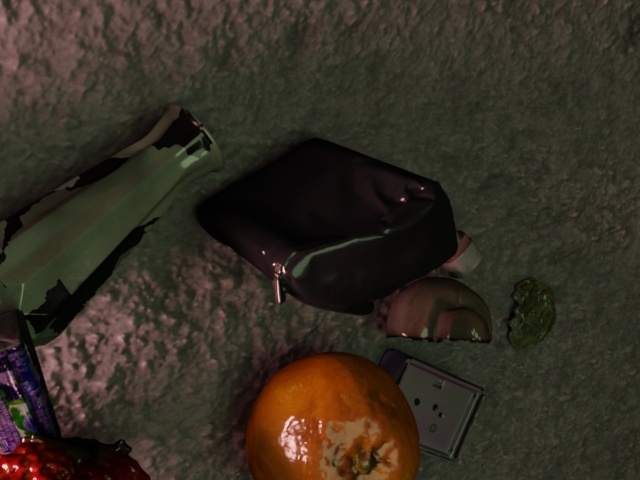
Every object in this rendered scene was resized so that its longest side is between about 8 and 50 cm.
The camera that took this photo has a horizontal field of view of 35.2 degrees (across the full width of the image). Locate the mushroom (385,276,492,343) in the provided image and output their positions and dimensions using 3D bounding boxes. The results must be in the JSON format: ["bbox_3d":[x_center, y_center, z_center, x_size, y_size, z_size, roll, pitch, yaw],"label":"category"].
[{"bbox_3d":[0.191,0.117,1.633,0.188,0.141,0.117,1,78,-35],"label":"mushroom"}]

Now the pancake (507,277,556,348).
[{"bbox_3d":[0.383,0.133,1.823,0.116,0.022,0.130,13,93,-36],"label":"pancake"}]

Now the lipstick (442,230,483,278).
[{"bbox_3d":[0.190,-0.025,1.648,0.063,0.057,0.186,-46,115,-16],"label":"lipstick"}]

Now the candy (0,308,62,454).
[{"bbox_3d":[-0.377,0.199,1.234,0.088,0.061,0.312,-12,142,-13],"label":"candy"}]

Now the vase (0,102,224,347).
[{"bbox_3d":[-0.287,-0.023,1.286,0.360,0.165,0.165,-43,120,-22],"label":"vase"}]

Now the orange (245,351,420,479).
[{"bbox_3d":[0.017,0.294,1.499,0.261,0.261,0.261,-8,105,-31],"label":"orange"}]

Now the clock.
[{"bbox_3d":[0.170,0.280,1.688,0.193,0.073,0.145,27,86,-34],"label":"clock"}]

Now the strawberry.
[{"bbox_3d":[-0.324,0.385,1.235,0.261,0.258,0.261,-13,132,-15],"label":"strawberry"}]

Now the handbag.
[{"bbox_3d":[0.002,0.002,1.390,0.275,0.302,0.178,-33,123,-20],"label":"handbag"}]
